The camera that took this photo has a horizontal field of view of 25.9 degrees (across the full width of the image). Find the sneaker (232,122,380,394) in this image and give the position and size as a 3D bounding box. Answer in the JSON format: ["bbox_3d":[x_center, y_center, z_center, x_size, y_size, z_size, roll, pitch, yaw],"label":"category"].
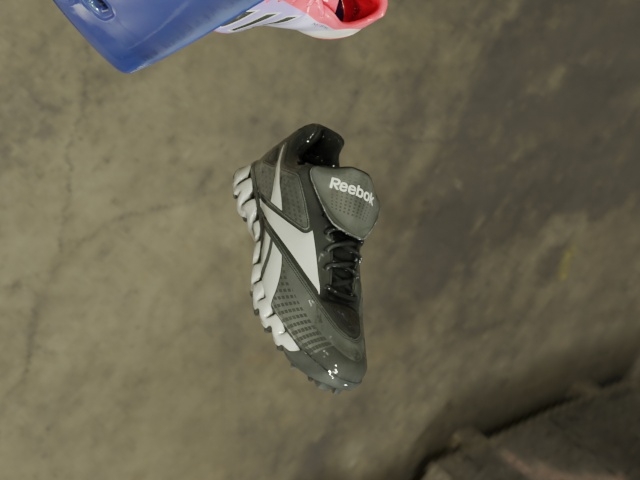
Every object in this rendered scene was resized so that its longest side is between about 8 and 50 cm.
[{"bbox_3d":[0.000,0.000,1.008,0.078,0.234,0.106,24,124,-35],"label":"sneaker"}]

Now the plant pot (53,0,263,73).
[{"bbox_3d":[-0.099,-0.286,0.911,0.212,0.236,0.236,40,55,-26],"label":"plant pot"}]

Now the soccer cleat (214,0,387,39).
[{"bbox_3d":[-0.037,-0.249,1.411,0.248,0.095,0.083,1,85,-49],"label":"soccer cleat"}]
